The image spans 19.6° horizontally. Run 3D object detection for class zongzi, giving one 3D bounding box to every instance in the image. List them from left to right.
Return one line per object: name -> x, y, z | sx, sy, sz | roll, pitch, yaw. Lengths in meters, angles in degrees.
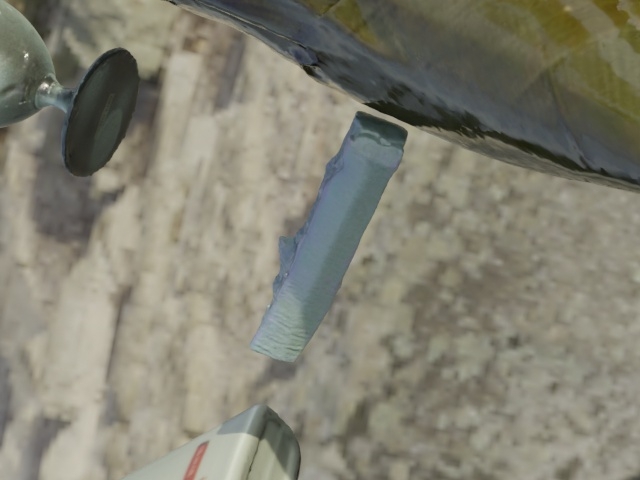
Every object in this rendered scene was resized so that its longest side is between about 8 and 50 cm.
zongzi -> 0.030, -0.116, 0.853 | 0.360, 0.322, 0.160 | -86, 9, -64

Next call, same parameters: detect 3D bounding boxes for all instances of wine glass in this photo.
wine glass -> -0.226, -0.116, 1.208 | 0.202, 0.093, 0.093 | 23, 101, 19

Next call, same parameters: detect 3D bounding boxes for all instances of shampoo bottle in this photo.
shampoo bottle -> -0.150, 0.212, 1.212 | 0.284, 0.071, 0.153 | -21, 34, 27

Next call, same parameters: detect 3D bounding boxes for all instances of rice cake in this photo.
rice cake -> 0.000, 0.000, 1.022 | 0.030, 0.042, 0.180 | -71, 5, -48
